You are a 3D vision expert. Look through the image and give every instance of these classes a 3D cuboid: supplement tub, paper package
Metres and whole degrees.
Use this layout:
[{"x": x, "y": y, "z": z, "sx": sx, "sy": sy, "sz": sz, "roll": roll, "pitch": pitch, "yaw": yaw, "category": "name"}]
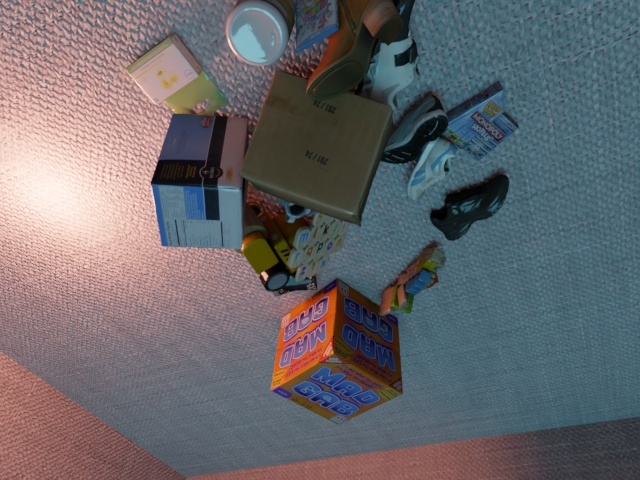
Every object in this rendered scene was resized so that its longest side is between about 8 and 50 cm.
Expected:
[{"x": -0.137, "y": -0.522, "z": 1.138, "sx": 0.144, "sy": 0.200, "sz": 0.145, "roll": 3, "pitch": 133, "yaw": 3, "category": "supplement tub"}, {"x": -0.001, "y": -0.237, "z": 1.245, "sx": 0.324, "sy": 0.310, "sz": 0.168, "roll": 19, "pitch": 177, "yaw": 9, "category": "paper package"}]

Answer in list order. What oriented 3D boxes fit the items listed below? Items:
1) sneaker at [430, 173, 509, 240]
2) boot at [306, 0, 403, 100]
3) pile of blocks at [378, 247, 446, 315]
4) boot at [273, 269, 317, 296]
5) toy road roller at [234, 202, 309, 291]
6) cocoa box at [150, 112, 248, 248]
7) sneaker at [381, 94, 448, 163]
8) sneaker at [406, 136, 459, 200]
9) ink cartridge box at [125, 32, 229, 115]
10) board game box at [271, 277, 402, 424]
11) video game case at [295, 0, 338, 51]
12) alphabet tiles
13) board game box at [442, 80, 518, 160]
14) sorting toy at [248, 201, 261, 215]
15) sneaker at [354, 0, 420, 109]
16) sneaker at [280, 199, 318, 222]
[{"x": 0.472, "y": -0.116, "z": 1.527, "sx": 0.130, "sy": 0.109, "sz": 0.286, "roll": 34, "pitch": 125, "yaw": -16, "category": "sneaker"}, {"x": 0.043, "y": -0.493, "z": 1.132, "sx": 0.109, "sy": 0.220, "sz": 0.283, "roll": 8, "pitch": 138, "yaw": -47, "category": "boot"}, {"x": 0.360, "y": 0.178, "z": 1.769, "sx": 0.112, "sy": 0.149, "sz": 0.362, "roll": 24, "pitch": 129, "yaw": -16, "category": "pile of blocks"}, {"x": -0.114, "y": 0.121, "z": 1.803, "sx": 0.178, "sy": 0.085, "sz": 0.237, "roll": -6, "pitch": 138, "yaw": 8, "category": "boot"}, {"x": -0.155, "y": -0.016, "z": 1.568, "sx": 0.240, "sy": 0.203, "sz": 0.330, "roll": -34, "pitch": 142, "yaw": -4, "category": "toy road roller"}, {"x": -0.327, "y": -0.174, "z": 1.358, "sx": 0.227, "sy": 0.347, "sz": 0.232, "roll": 2, "pitch": 134, "yaw": -6, "category": "cocoa box"}, {"x": 0.260, "y": -0.310, "z": 1.379, "sx": 0.100, "sy": 0.108, "sz": 0.271, "roll": 11, "pitch": 151, "yaw": -30, "category": "sneaker"}, {"x": 0.335, "y": -0.204, "z": 1.448, "sx": 0.092, "sy": 0.087, "sz": 0.229, "roll": 35, "pitch": 135, "yaw": 16, "category": "sneaker"}, {"x": -0.399, "y": -0.434, "z": 1.342, "sx": 0.171, "sy": 0.056, "sz": 0.235, "roll": -23, "pitch": 125, "yaw": 23, "category": "ink cartridge box"}, {"x": 0.068, "y": 0.446, "z": 1.899, "sx": 0.356, "sy": 0.357, "sz": 0.356, "roll": 35, "pitch": 126, "yaw": -24, "category": "board game box"}, {"x": -0.010, "y": -0.542, "z": 1.126, "sx": 0.119, "sy": 0.167, "sz": 0.015, "roll": -14, "pitch": 159, "yaw": 35, "category": "video game case"}, {"x": 0.000, "y": 0.000, "z": 1.567, "sx": 0.021, "sy": 0.284, "sz": 0.278, "roll": 32, "pitch": 119, "yaw": 28, "category": "alphabet tiles"}, {"x": 0.465, "y": -0.339, "z": 1.349, "sx": 0.194, "sy": 0.060, "sz": 0.194, "roll": 31, "pitch": 128, "yaw": -22, "category": "board game box"}, {"x": -0.310, "y": -0.051, "z": 1.686, "sx": 0.274, "sy": 0.046, "sz": 0.132, "roll": -17, "pitch": 128, "yaw": 19, "category": "sorting toy"}, {"x": 0.198, "y": -0.477, "z": 1.213, "sx": 0.146, "sy": 0.123, "sz": 0.331, "roll": 12, "pitch": 142, "yaw": -7, "category": "sneaker"}, {"x": -0.002, "y": -0.209, "z": 1.405, "sx": 0.137, "sy": 0.210, "sz": 0.366, "roll": 28, "pitch": 129, "yaw": -20, "category": "sneaker"}]
